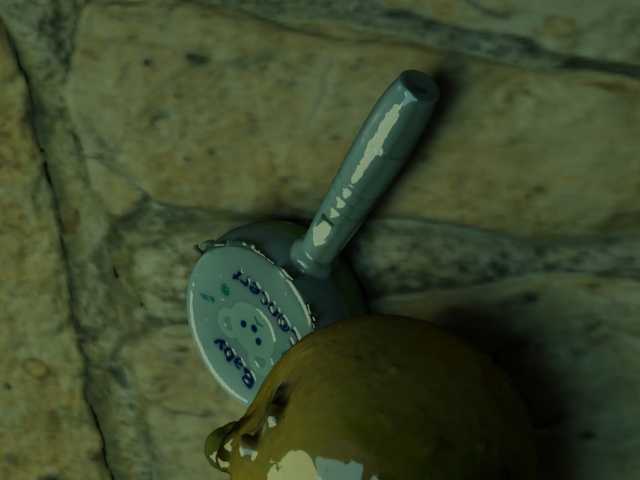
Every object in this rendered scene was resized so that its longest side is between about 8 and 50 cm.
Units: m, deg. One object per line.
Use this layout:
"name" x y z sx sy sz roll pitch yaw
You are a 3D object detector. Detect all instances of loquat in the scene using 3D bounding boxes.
"loquat" 0.026 0.124 1.033 0.204 0.149 0.172 6 120 25

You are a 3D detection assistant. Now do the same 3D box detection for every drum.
"drum" 0.011 0.018 1.080 0.253 0.049 0.130 -38 80 46
